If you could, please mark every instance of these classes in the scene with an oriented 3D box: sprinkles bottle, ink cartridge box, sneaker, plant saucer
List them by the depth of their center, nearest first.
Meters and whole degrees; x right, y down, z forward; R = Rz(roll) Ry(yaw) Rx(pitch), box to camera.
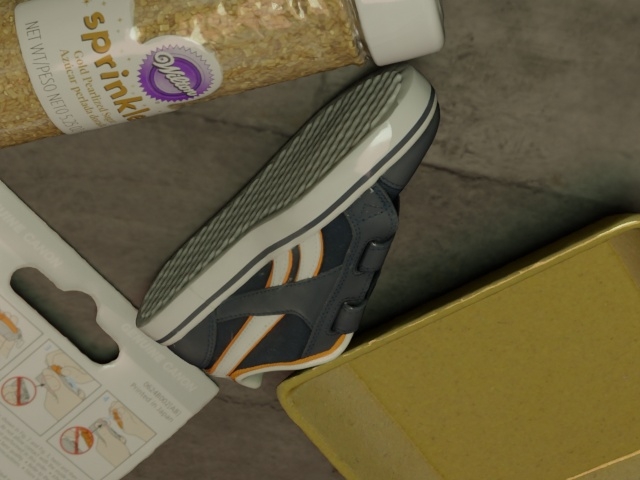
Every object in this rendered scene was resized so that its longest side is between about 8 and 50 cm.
[{"bbox_3d":[-0.099,-0.146,0.836,0.355,0.121,0.121,-12,124,9],"label":"sprinkles bottle"},{"bbox_3d":[0.000,0.000,0.938,0.127,0.126,0.321,37,129,-17],"label":"sneaker"},{"bbox_3d":[0.184,0.138,1.055,0.332,0.081,0.333,-27,122,18],"label":"plant saucer"},{"bbox_3d":[-0.331,0.140,1.084,0.385,0.091,0.308,-40,117,6],"label":"ink cartridge box"}]
